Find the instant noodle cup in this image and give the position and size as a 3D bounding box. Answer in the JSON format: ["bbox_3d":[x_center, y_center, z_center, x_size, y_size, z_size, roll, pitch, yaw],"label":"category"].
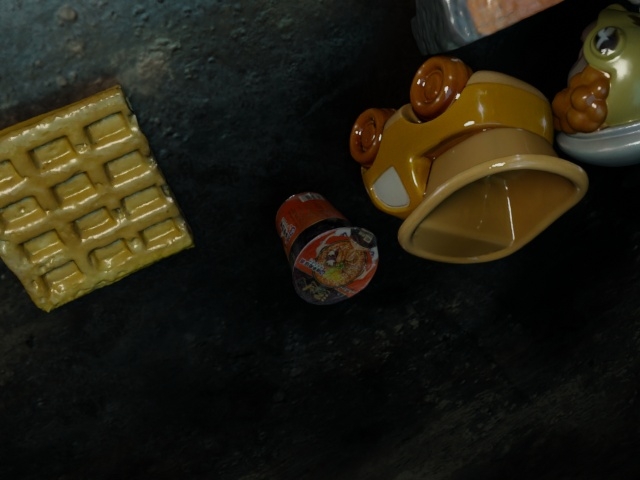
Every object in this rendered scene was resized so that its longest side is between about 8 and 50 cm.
[{"bbox_3d":[-0.002,0.001,1.012,0.127,0.136,0.127,-12,127,-17],"label":"instant noodle cup"}]

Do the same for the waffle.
[{"bbox_3d":[-0.297,-0.047,0.899,0.221,0.055,0.248,-24,130,-7],"label":"waffle"}]

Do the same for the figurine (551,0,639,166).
[{"bbox_3d":[0.444,-0.271,0.962,0.224,0.205,0.382,-38,145,-44],"label":"figurine"}]

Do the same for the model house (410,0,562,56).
[{"bbox_3d":[0.200,-0.396,0.838,0.271,0.190,0.301,-25,109,-1],"label":"model house"}]

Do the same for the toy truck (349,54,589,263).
[{"bbox_3d":[0.183,-0.101,0.942,0.204,0.212,0.288,12,148,-32],"label":"toy truck"}]
